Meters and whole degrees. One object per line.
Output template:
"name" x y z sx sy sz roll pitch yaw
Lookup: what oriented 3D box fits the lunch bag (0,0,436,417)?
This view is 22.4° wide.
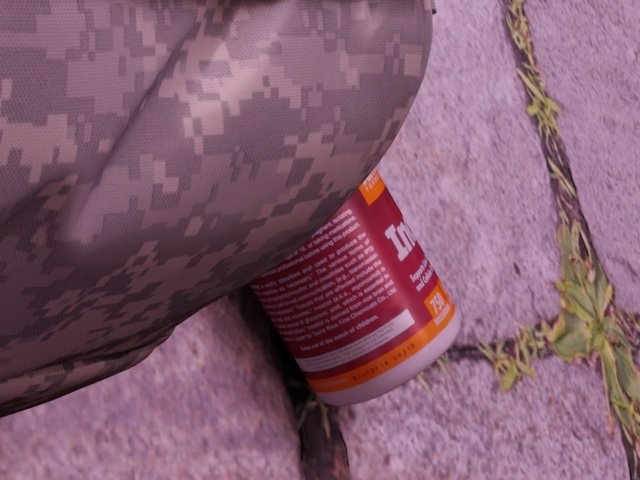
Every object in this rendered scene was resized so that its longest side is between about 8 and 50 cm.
"lunch bag" -0.133 -0.048 0.520 0.305 0.256 0.213 -9 80 -54

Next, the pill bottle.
"pill bottle" 0.000 0.000 0.810 0.152 0.086 0.086 59 37 -13
